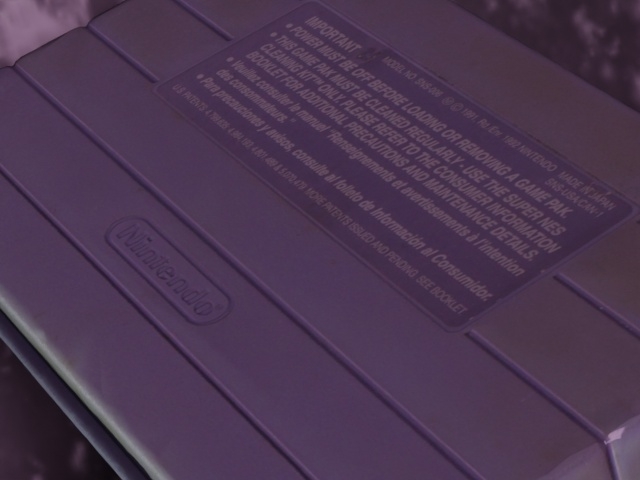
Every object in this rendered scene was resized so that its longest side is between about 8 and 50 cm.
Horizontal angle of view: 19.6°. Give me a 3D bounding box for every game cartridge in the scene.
[{"bbox_3d":[0.000,0.000,0.693,0.230,0.355,0.068,-28,130,-20],"label":"game cartridge"}]
